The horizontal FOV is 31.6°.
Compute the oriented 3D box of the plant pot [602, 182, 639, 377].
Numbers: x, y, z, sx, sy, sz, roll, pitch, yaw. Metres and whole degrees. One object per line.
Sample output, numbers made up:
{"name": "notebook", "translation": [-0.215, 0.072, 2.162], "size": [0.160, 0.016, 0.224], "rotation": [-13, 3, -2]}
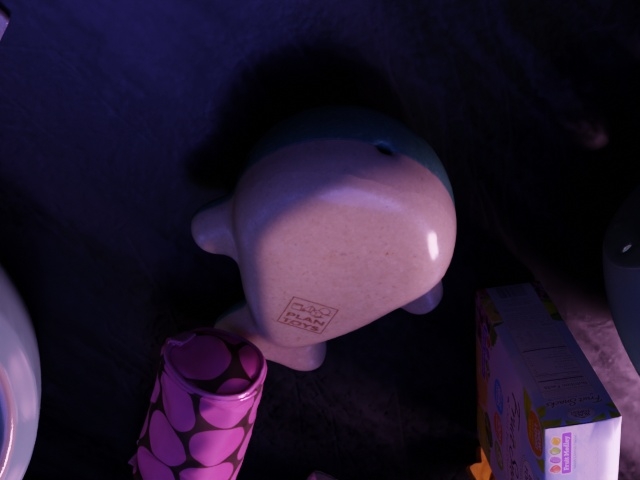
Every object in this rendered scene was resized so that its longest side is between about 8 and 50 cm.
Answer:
{"name": "plant pot", "translation": [0.373, 0.040, 0.924], "size": [0.293, 0.293, 0.235], "rotation": [-40, 105, 12]}

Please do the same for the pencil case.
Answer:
{"name": "pencil case", "translation": [-0.112, 0.161, 0.976], "size": [0.095, 0.098, 0.209], "rotation": [-28, 150, -41]}

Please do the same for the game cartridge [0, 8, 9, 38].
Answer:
{"name": "game cartridge", "translation": [-0.275, -0.165, 0.833], "size": [0.083, 0.017, 0.056], "rotation": [25, 115, -22]}

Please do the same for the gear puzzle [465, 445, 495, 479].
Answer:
{"name": "gear puzzle", "translation": [0.148, 0.354, 1.064], "size": [0.175, 0.339, 0.044], "rotation": [20, 154, -29]}

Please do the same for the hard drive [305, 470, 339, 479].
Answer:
{"name": "hard drive", "translation": [-0.020, 0.415, 1.184], "size": [0.233, 0.047, 0.353], "rotation": [31, 109, -24]}

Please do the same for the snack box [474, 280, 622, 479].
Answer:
{"name": "snack box", "translation": [0.192, 0.163, 0.992], "size": [0.070, 0.207, 0.175], "rotation": [-9, 119, -6]}

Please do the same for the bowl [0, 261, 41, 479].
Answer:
{"name": "bowl", "translation": [-0.330, 0.124, 0.822], "size": [0.311, 0.163, 0.312], "rotation": [-4, 98, -32]}

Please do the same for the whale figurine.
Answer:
{"name": "whale figurine", "translation": [0.000, 0.000, 0.929], "size": [0.216, 0.141, 0.272], "rotation": [16, 138, -12]}
